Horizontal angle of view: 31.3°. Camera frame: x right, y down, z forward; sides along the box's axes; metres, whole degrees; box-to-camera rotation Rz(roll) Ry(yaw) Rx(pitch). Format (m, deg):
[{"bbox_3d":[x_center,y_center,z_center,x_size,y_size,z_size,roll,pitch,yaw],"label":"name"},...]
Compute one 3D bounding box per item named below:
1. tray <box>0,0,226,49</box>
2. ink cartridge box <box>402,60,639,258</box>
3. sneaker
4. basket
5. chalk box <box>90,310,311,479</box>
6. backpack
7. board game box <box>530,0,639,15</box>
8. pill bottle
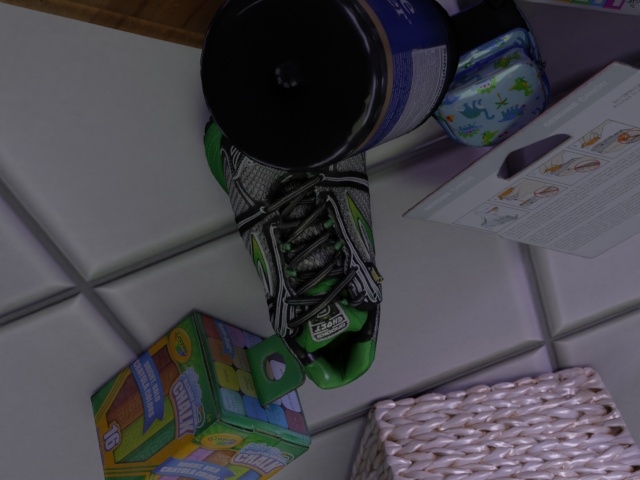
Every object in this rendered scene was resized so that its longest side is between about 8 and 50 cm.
[{"bbox_3d":[-0.005,-0.279,0.639,0.411,0.076,0.203,-42,156,28],"label":"tray"},{"bbox_3d":[0.239,-0.078,0.983,0.239,0.060,0.275,12,150,-29],"label":"ink cartridge box"},{"bbox_3d":[0.000,0.000,0.968,0.134,0.146,0.343,-19,141,1],"label":"sneaker"},{"bbox_3d":[0.208,0.359,1.386,0.328,0.266,0.331,-7,141,-14],"label":"basket"},{"bbox_3d":[-0.106,0.168,1.138,0.213,0.132,0.132,-41,137,24],"label":"chalk box"},{"bbox_3d":[0.132,-0.125,0.921,0.105,0.084,0.114,-26,145,14],"label":"backpack"},{"bbox_3d":[0.227,-0.227,0.882,0.154,0.026,0.103,1,138,-24],"label":"board game box"},{"bbox_3d":[0.020,-0.122,0.780,0.123,0.123,0.219,-41,175,26],"label":"pill bottle"}]
